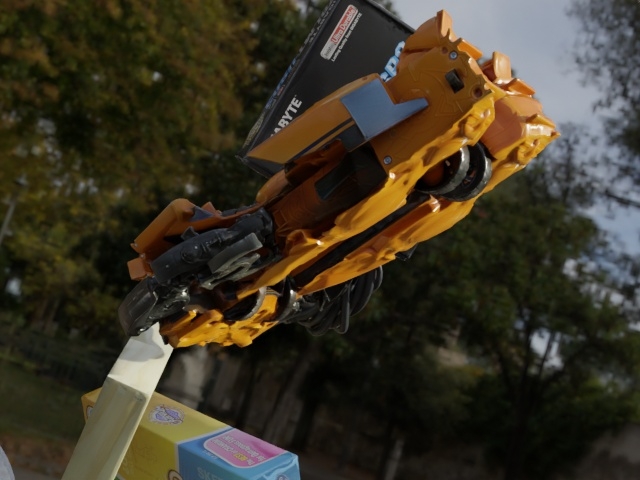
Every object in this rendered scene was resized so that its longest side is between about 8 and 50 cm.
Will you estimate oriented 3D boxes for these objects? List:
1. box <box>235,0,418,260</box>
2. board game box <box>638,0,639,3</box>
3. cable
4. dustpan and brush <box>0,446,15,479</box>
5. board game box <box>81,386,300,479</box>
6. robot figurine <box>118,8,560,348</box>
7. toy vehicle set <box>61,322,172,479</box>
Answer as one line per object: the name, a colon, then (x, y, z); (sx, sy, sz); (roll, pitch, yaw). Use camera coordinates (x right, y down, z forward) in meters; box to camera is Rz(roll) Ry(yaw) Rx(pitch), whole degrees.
box: (0.075, -0.168, 1.622); (0.293, 0.295, 0.073); (32, -1, -19)
board game box: (0.480, -0.585, 1.527); (0.390, 0.390, 0.050); (43, 6, -13)
cable: (0.000, 0.000, 0.915); (0.047, 0.150, 0.184); (26, -8, -34)
dustpan and brush: (-0.316, 0.264, 1.009); (0.211, 0.147, 0.060); (29, -24, 34)
board game box: (-0.136, 0.306, 1.213); (0.064, 0.242, 0.316); (-20, 21, -38)
robot figurine: (0.002, -0.021, 0.718); (0.291, 0.085, 0.211); (-33, -20, 20)
toy vehicle set: (-0.172, 0.153, 0.942); (0.035, 0.166, 0.267); (24, 9, -5)
